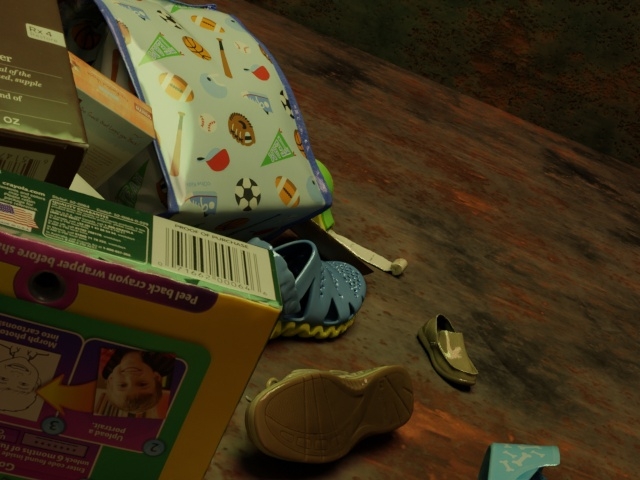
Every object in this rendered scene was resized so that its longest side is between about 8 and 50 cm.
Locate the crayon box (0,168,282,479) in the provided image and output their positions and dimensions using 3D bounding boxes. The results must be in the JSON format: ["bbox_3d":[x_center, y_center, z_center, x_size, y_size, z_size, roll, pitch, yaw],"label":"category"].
[{"bbox_3d":[-0.258,0.109,0.861,0.363,0.313,0.106,17,27,-17],"label":"crayon box"}]

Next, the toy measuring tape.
[{"bbox_3d":[0.018,-0.061,1.783,0.330,0.121,0.121,28,23,9],"label":"toy measuring tape"}]

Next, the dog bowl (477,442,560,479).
[{"bbox_3d":[0.191,0.319,1.064,0.074,0.166,0.297,15,22,8],"label":"dog bowl"}]

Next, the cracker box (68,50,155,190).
[{"bbox_3d":[-0.343,-0.119,1.287,0.156,0.232,0.067,34,31,-39],"label":"cracker box"}]

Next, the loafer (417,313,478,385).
[{"bbox_3d":[0.192,0.162,1.542,0.056,0.050,0.148,10,26,-32],"label":"loafer"}]

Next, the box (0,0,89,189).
[{"bbox_3d":[-0.375,-0.197,1.067,0.191,0.143,0.381,8,43,-34],"label":"box"}]

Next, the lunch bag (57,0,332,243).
[{"bbox_3d":[-0.210,-0.180,1.509,0.328,0.239,0.385,-5,73,-50],"label":"lunch bag"}]

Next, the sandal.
[{"bbox_3d":[-0.032,0.061,1.433,0.126,0.138,0.317,34,22,27],"label":"sandal"}]

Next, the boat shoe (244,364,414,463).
[{"bbox_3d":[0.002,0.204,1.221,0.089,0.104,0.285,-7,-6,39],"label":"boat shoe"}]

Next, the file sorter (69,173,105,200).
[{"bbox_3d":[-0.387,0.014,1.126,0.278,0.173,0.193,-3,35,-49],"label":"file sorter"}]

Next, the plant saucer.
[{"bbox_3d":[0.000,0.000,1.652,0.198,0.036,0.198,40,0,0],"label":"plant saucer"}]
